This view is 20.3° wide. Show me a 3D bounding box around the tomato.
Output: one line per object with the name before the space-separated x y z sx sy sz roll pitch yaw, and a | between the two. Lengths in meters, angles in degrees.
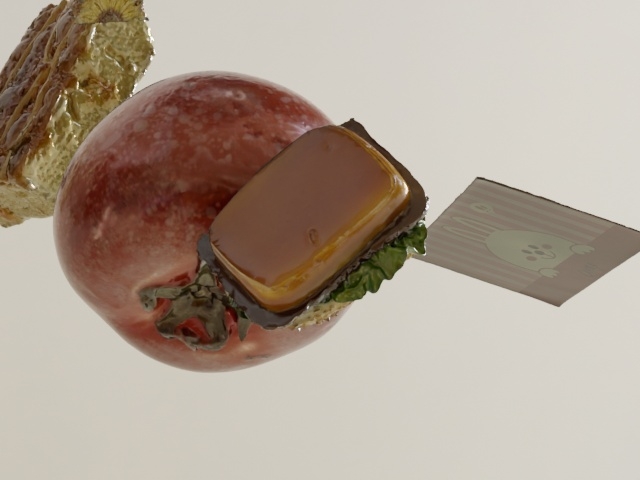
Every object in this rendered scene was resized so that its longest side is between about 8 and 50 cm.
tomato | -0.085 -0.023 1.517 0.270 0.270 0.227 6 -130 6

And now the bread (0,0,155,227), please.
bread | -0.314 -0.157 2.088 0.185 0.114 0.274 -8 -127 53

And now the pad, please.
pad | 0.218 0.007 1.926 0.202 0.005 0.300 18 162 -8

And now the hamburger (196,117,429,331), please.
hamburger | 0.000 0.000 1.327 0.166 0.087 0.137 -38 -124 -5

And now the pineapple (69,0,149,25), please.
pineapple | -0.223 -0.252 1.886 0.083 0.045 0.019 -6 -153 -12
